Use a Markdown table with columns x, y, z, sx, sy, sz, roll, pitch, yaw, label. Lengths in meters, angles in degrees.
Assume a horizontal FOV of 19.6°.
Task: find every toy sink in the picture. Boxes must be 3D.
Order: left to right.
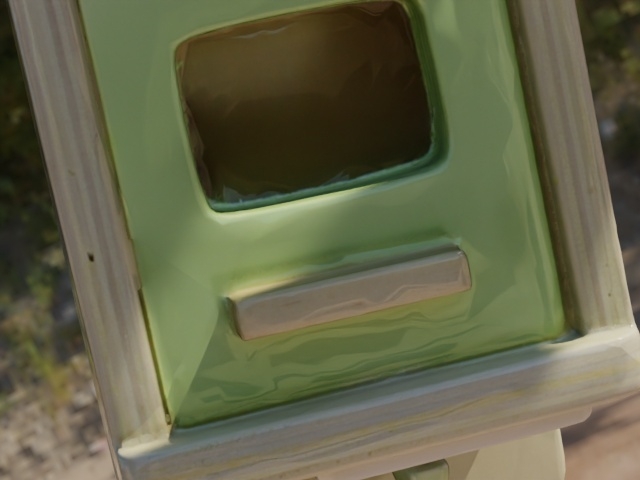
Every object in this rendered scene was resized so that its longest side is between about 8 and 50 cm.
| x | y | z | sx | sy | sz | roll | pitch | yaw | label |
| --- | --- | --- | --- | --- | --- | --- | --- | --- | --- |
| 0.000 | 0.000 | 0.553 | 0.152 | 0.234 | 0.131 | -12 | 9 | -8 | toy sink |
